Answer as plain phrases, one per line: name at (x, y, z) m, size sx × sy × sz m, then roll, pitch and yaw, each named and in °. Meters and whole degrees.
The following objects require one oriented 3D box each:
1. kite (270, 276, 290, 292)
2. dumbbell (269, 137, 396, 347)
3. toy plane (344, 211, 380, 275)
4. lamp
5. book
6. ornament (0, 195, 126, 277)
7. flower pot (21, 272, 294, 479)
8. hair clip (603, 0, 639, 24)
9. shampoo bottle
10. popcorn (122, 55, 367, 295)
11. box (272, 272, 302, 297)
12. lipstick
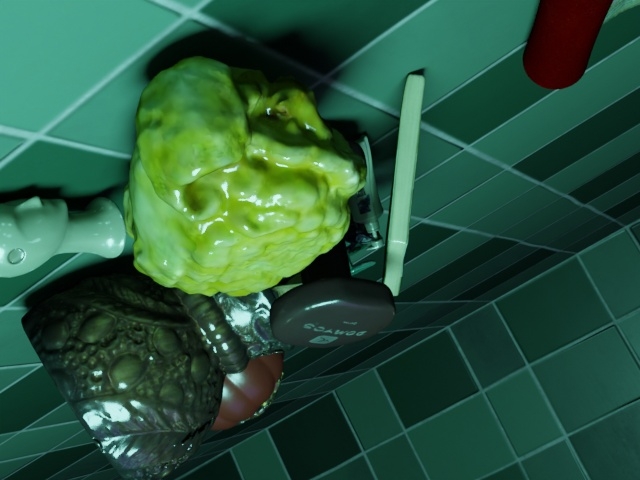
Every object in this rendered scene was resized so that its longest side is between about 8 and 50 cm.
kite at (-0.105, 0.096, 1.642) m, size 0.122 × 0.004 × 0.090 m, roll -30°, pitch 166°, yaw 0°
dumbbell at (0.000, 0.000, 1.047) m, size 0.140 × 0.226 × 0.124 m, roll 11°, pitch 147°, yaw -33°
toy plane at (0.004, -0.011, 1.306) m, size 0.155 × 0.106 × 0.381 m, roll -24°, pitch 167°, yaw 13°
lamp at (-0.167, 0.200, 1.530) m, size 0.226 × 0.227 × 0.227 m, roll -25°, pitch 165°, yaw -7°
book at (0.100, -0.057, 1.145) m, size 0.027 × 0.202 × 0.264 m, roll 6°, pitch 164°, yaw 4°
ornament at (-0.269, -0.009, 0.900) m, size 0.156 × 0.075 × 0.081 m, roll -7°, pitch 129°, yaw -49°
flower pot at (-0.189, 0.129, 1.168) m, size 0.267 × 0.267 × 0.266 m, roll -33°, pitch 167°, yaw -14°
hair clip at (0.371, -0.284, 1.143) m, size 0.137 × 0.022 × 0.054 m, roll -29°, pitch 164°, yaw 10°
shampoo bottle at (0.054, -0.057, 1.160) m, size 0.049 × 0.141 × 0.034 m, roll -24°, pitch -165°, yaw -25°
popcorn at (-0.067, -0.054, 0.868) m, size 0.225 × 0.174 × 0.286 m, roll -8°, pitch 156°, yaw -20°
box at (-0.011, 0.104, 1.662) m, size 0.111 × 0.111 × 0.177 m, roll -31°, pitch 162°, yaw 15°
lipstick at (0.269, -0.242, 1.003) m, size 0.080 × 0.080 × 0.241 m, roll -26°, pitch 164°, yaw -2°
